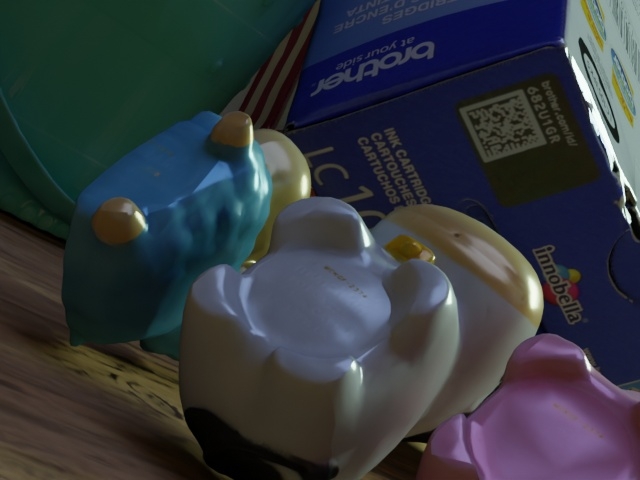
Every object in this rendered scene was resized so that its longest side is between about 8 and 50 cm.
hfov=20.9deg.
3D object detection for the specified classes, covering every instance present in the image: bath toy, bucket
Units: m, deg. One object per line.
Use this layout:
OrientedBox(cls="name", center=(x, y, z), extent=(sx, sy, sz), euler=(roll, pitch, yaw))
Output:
OrientedBox(cls="bath toy", center=(0.067, 0.084, 0.577), extent=(0.348, 0.151, 0.129), euler=(36, -39, 30))
OrientedBox(cls="bucket", center=(-0.150, -0.134, 0.858), extent=(0.281, 0.183, 0.281), euler=(35, 4, -3))

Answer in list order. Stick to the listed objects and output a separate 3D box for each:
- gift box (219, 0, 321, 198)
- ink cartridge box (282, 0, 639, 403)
OrientedBox(cls="gift box", center=(0.050, -0.064, 1.279), extent=(0.255, 0.258, 0.276), euler=(31, -15, -25))
OrientedBox(cls="ink cartridge box", center=(0.116, -0.052, 0.938), extent=(0.270, 0.151, 0.395), euler=(61, 24, -31))
